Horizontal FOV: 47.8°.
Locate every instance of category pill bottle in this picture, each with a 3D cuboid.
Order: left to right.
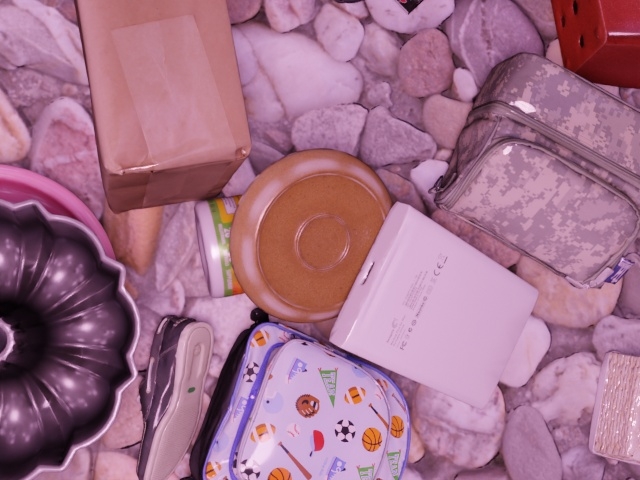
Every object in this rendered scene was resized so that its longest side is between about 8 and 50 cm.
[{"bbox_3d":[-0.045,-0.007,1.015,0.245,0.136,0.137,-11,85,-13],"label":"pill bottle"}]

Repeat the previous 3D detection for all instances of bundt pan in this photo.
[{"bbox_3d":[-0.378,0.119,0.853,0.330,0.124,0.331,2,82,-12],"label":"bundt pan"}]

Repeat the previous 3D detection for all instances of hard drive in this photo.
[{"bbox_3d":[0.171,0.102,1.013,0.307,0.040,0.203,29,86,-36],"label":"hard drive"}]

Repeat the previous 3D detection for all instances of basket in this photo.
[{"bbox_3d":[0.500,0.264,1.112,0.113,0.103,0.167,16,81,-8],"label":"basket"}]

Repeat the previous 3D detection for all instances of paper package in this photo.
[{"bbox_3d":[-0.215,-0.219,0.919,0.168,0.309,0.325,-9,85,-17],"label":"paper package"}]

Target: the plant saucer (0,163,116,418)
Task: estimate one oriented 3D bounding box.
[{"bbox_3d":[-0.435,0.068,0.953,0.331,0.084,0.333,1,84,-11],"label":"plant saucer"}]

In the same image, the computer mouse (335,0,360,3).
[{"bbox_3d":[-0.028,-0.417,1.128,0.241,0.041,0.071,10,90,-17],"label":"computer mouse"}]

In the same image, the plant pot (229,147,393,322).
[{"bbox_3d":[0.000,0.000,0.936,0.236,0.032,0.237,-6,105,-22],"label":"plant pot"}]

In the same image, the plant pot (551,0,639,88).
[{"bbox_3d":[0.510,-0.382,1.129,0.235,0.267,0.267,-9,85,-1],"label":"plant pot"}]

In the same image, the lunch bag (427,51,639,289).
[{"bbox_3d":[0.346,-0.096,1.082,0.305,0.212,0.256,28,95,-6],"label":"lunch bag"}]

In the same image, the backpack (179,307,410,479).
[{"bbox_3d":[-0.011,0.253,0.964,0.263,0.213,0.277,26,75,-18],"label":"backpack"}]

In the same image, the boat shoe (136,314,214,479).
[{"bbox_3d":[-0.212,0.220,0.996,0.079,0.084,0.233,11,87,28],"label":"boat shoe"}]

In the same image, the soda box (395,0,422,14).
[{"bbox_3d":[0.184,-0.445,1.162,0.060,0.053,0.169,46,76,-2],"label":"soda box"}]
